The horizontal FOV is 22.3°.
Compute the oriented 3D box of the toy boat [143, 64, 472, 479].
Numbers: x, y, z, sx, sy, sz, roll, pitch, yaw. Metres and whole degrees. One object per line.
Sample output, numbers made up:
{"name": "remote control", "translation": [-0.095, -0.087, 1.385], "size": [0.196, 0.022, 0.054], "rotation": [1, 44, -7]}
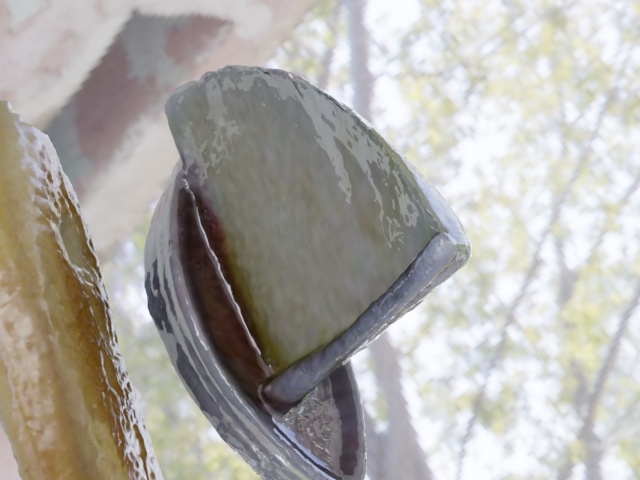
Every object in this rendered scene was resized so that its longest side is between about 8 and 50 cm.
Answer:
{"name": "toy boat", "translation": [-0.019, 0.004, 1.034], "size": [0.111, 0.276, 0.293], "rotation": [-13, -38, -35]}

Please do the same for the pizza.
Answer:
{"name": "pizza", "translation": [-0.156, 0.087, 1.012], "size": [0.074, 0.365, 0.182], "rotation": [-18, 6, 1]}
